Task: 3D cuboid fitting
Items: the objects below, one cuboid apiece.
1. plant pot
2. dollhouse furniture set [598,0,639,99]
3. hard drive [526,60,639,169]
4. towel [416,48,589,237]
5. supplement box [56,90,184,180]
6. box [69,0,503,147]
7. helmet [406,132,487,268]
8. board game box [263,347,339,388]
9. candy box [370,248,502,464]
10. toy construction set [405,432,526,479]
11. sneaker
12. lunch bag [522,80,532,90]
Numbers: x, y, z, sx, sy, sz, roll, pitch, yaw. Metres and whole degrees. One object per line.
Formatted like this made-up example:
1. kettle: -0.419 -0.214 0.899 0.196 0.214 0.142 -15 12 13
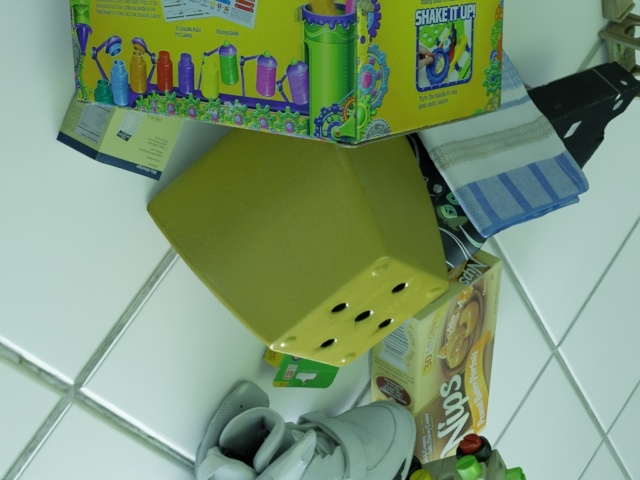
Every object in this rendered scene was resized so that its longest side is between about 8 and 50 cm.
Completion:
1. plant pot: 0.000 0.000 1.100 0.212 0.187 0.212 -39 150 17
2. dollhouse furniture set: 0.431 -0.254 1.635 0.161 0.101 0.182 -48 144 -20
3. hard drive: 0.258 -0.103 1.484 0.339 0.064 0.237 -24 152 -43
4. towel: 0.168 -0.148 1.246 0.209 0.285 0.034 -18 164 -45
5. supplement box: -0.169 -0.107 0.989 0.083 0.056 0.083 17 99 -55
6. box: -0.032 -0.233 0.828 0.177 0.290 0.279 -18 114 -46
7. helmet: 0.118 -0.042 1.280 0.161 0.169 0.169 23 94 -35
8. board game box: 0.017 0.056 1.365 0.124 0.039 0.259 12 100 -54
9. candy box: 0.158 0.176 1.587 0.183 0.087 0.316 -31 136 -36
10. toy construction set: 0.153 0.369 1.467 0.215 0.327 0.151 -71 151 -59
11. sneaker: -0.012 0.256 1.373 0.366 0.137 0.210 -29 137 -35
12. lunch bag: 0.235 -0.167 1.480 0.071 0.053 0.083 -14 136 -50
